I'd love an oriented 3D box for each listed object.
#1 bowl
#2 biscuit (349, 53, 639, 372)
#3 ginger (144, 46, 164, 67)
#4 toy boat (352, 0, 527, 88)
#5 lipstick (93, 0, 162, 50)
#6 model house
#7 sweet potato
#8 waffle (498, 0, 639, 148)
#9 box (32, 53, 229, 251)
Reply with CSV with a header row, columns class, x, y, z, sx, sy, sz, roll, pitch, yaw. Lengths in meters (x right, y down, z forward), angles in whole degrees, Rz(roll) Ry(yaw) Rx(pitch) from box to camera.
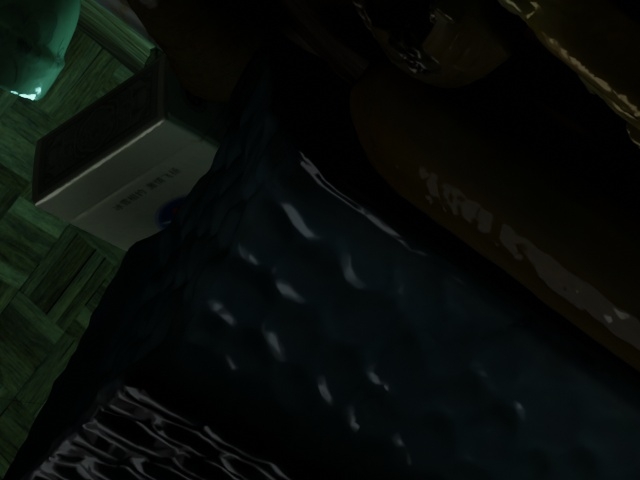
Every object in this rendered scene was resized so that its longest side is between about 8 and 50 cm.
class,x,y,z,sx,sy,sz,roll,pitch,yaw
bowl,-0.379,-0.299,1.642,0.307,0.163,0.307,37,-176,-3
biscuit,0.157,0.027,0.691,0.290,0.062,0.237,38,-172,29
ginger,-0.121,-0.160,1.771,0.104,0.080,0.204,-13,140,44
toy boat,0.041,-0.087,0.582,0.049,0.047,0.149,41,-178,-13
lipstick,-0.172,-0.223,1.320,0.264,0.059,0.059,36,179,12
model house,0.023,0.128,0.921,0.360,0.339,0.297,32,-168,-16
sweet potato,-0.077,-0.152,1.096,0.108,0.079,0.346,60,180,-3
waffle,0.114,-0.049,0.540,0.191,0.032,0.125,40,-177,8
box,-0.087,-0.038,1.285,0.256,0.164,0.069,29,-135,-38
